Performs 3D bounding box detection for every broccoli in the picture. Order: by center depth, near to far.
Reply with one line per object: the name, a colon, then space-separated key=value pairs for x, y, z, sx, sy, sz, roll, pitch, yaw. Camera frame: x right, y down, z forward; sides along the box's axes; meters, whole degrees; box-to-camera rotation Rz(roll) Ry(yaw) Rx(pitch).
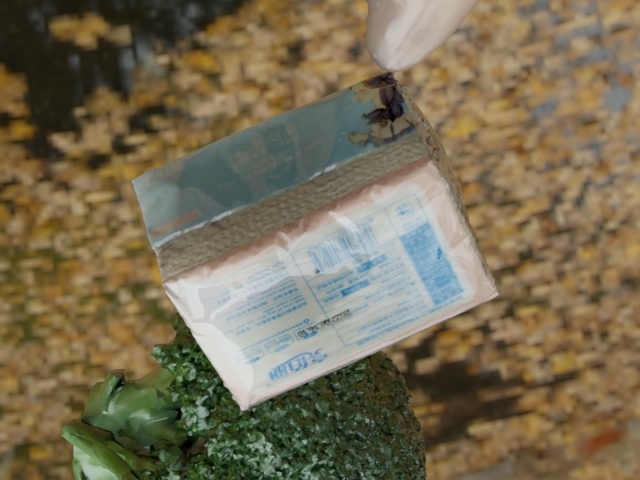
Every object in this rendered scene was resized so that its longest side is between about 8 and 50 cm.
broccoli: x=-0.058 y=0.157 z=1.419 sx=0.275 sy=0.307 sz=0.308 roll=13 pitch=162 yaw=21

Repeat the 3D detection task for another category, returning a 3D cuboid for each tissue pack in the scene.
tissue pack: x=0.000 y=0.000 z=0.589 sx=0.094 sy=0.058 sz=0.074 roll=-24 pitch=133 yaw=4

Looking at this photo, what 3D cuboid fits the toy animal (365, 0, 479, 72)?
toy animal: x=-0.033 y=-0.158 z=0.481 sx=0.250 sy=0.166 sz=0.154 roll=23 pitch=114 yaw=-24
